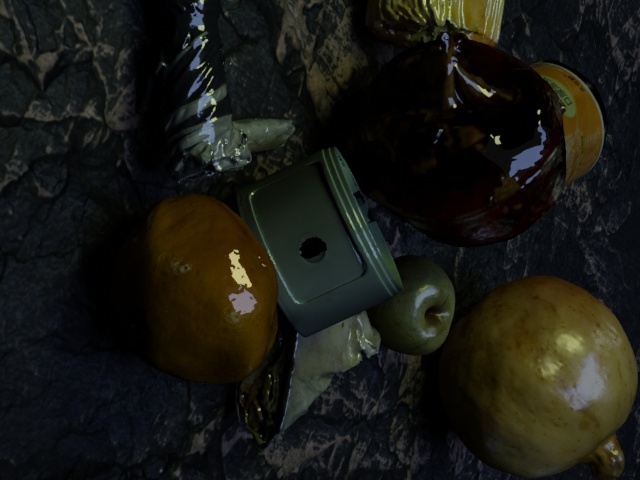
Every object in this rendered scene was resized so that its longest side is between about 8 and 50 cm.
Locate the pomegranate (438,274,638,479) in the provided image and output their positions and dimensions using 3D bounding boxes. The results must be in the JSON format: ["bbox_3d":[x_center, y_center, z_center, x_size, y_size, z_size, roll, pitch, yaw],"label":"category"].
[{"bbox_3d":[0.421,0.273,1.976,0.410,0.410,0.410,-17,111,-51],"label":"pomegranate"}]

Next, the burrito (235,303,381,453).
[{"bbox_3d":[-0.020,0.153,1.600,0.347,0.107,0.175,-36,110,-47],"label":"burrito"}]

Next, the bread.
[{"bbox_3d":[0.184,-0.366,1.691,0.250,0.179,0.133,-1,102,-53],"label":"bread"}]

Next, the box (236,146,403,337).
[{"bbox_3d":[0.000,0.000,1.454,0.226,0.149,0.226,63,7,-14],"label":"box"}]

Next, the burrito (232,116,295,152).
[{"bbox_3d":[-0.100,-0.143,1.462,0.188,0.058,0.045,-17,87,-50],"label":"burrito"}]

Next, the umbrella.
[{"bbox_3d":[-0.164,-0.251,1.317,0.113,0.106,0.358,-9,95,-43],"label":"umbrella"}]

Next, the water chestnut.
[{"bbox_3d":[0.191,-0.166,1.549,0.335,0.335,0.347,-64,150,-21],"label":"water chestnut"}]

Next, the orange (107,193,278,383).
[{"bbox_3d":[-0.154,0.073,1.301,0.183,0.249,0.249,-37,129,-20],"label":"orange"}]

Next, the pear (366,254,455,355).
[{"bbox_3d":[0.149,0.109,1.790,0.167,0.136,0.167,-18,114,-47],"label":"pear"}]

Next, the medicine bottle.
[{"bbox_3d":[0.324,-0.157,1.880,0.395,0.242,0.243,-33,124,-38],"label":"medicine bottle"}]
